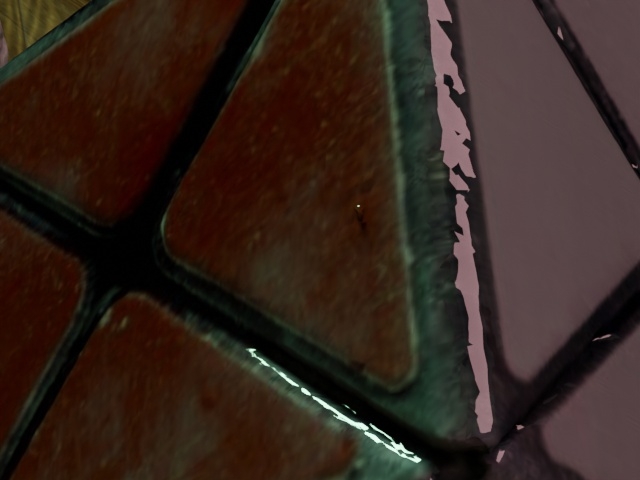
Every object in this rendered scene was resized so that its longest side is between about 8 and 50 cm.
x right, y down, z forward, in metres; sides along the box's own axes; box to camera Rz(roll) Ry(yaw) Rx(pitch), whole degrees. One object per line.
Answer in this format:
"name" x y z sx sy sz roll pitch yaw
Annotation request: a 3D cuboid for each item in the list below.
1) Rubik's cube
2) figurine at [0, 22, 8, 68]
"Rubik's cube" 0.023 0.052 0.671 0.260 0.259 0.254 32 44 -39
"figurine" -0.216 -0.087 0.908 0.141 0.162 0.237 -2 1 16
